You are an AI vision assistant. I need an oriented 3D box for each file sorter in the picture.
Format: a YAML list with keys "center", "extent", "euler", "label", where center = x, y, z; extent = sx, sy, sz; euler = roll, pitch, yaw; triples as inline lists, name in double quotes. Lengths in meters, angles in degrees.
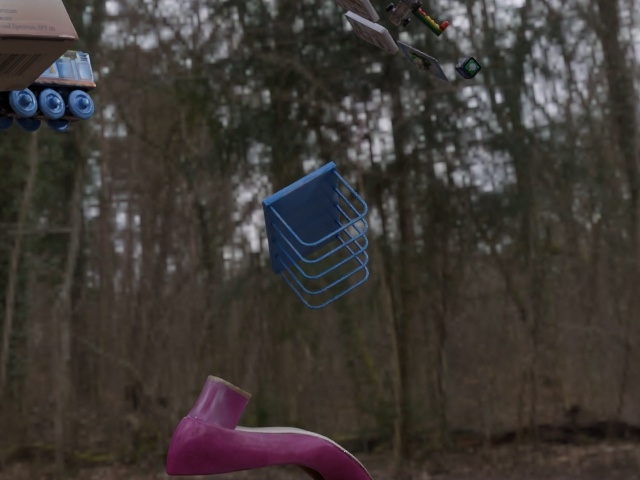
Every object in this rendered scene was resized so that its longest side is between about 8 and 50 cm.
- center: [0.000, 0.000, 1.687]
  extent: [0.118, 0.104, 0.170]
  euler: [-30, -31, -17]
  label: "file sorter"

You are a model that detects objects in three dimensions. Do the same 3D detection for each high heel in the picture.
- center: [-0.053, 0.256, 1.328]
  extent: [0.244, 0.117, 0.082]
  euler: [35, -20, -25]
  label: "high heel"

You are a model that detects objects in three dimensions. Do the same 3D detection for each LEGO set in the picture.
- center: [0.102, -0.287, 1.498]
  extent: [0.244, 0.060, 0.182]
  euler: [36, -9, 41]
  label: "LEGO set"

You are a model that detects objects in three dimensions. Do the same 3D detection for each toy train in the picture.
- center: [-0.380, -0.203, 1.588]
  extent: [0.080, 0.105, 0.184]
  euler: [-20, -9, 37]
  label: "toy train"

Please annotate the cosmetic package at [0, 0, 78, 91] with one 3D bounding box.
- center: [-0.433, -0.337, 1.434]
  extent: [0.129, 0.296, 0.153]
  euler: [-33, -11, 33]
  label: "cosmetic package"
